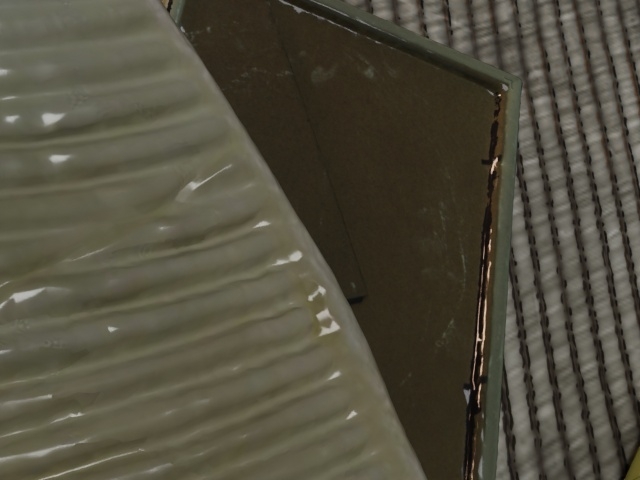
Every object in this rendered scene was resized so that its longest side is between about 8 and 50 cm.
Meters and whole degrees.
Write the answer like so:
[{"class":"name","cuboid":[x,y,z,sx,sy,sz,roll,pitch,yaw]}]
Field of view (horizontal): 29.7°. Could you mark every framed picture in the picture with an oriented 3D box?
[{"class":"framed picture","cuboid":[0.000,0.000,0.683,0.247,0.022,0.335,20,58,-19]}]

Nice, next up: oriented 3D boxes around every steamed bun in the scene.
[{"class":"steamed bun","cuboid":[-0.123,0.072,0.443,0.247,0.236,0.383,-30,92,-32]}]

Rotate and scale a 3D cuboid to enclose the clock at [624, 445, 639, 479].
[{"class":"clock","cuboid":[0.277,0.122,0.570,0.117,0.348,0.286,41,52,-5]}]
